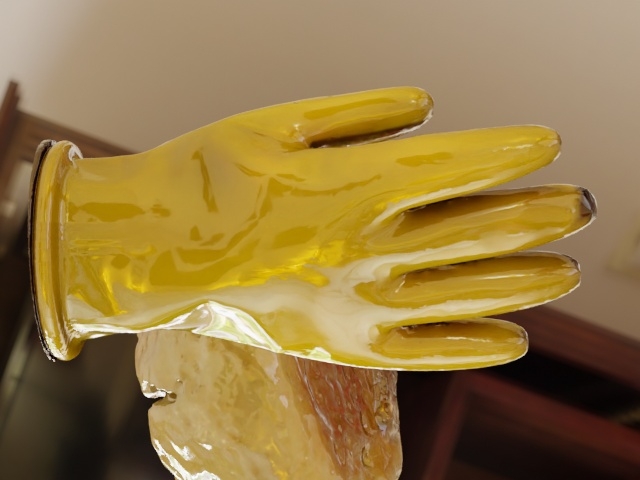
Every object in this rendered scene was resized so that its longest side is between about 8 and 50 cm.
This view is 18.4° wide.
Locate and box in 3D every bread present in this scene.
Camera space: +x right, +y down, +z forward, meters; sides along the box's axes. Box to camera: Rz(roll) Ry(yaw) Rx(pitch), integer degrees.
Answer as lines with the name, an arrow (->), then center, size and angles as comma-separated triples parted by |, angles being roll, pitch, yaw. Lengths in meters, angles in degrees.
bread -> -0.035, 0.091, 1.336 | 0.134, 0.244, 0.244 | -19, 35, 23

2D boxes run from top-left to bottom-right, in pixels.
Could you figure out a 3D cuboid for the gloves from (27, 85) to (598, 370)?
gloves -> 0.000, 0.001, 1.054 | 0.116, 0.294, 0.133 | -85, -8, -57
